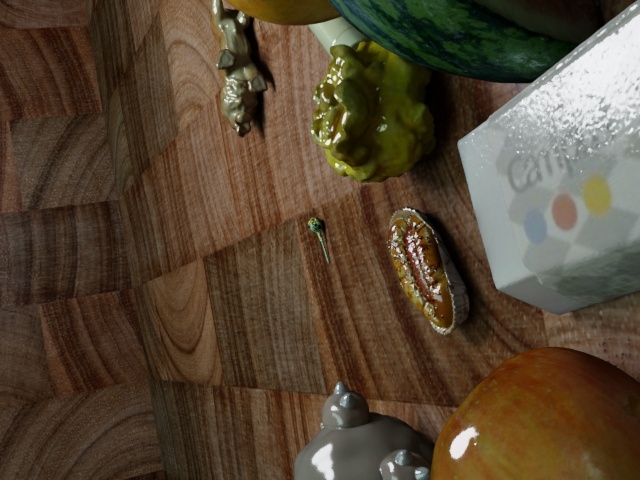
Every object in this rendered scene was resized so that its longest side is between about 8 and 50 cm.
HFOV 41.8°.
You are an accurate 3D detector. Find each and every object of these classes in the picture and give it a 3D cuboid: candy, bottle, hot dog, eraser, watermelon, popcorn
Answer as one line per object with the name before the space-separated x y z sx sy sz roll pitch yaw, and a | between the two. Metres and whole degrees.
candy | 0.000 0.000 1.435 0.025 0.023 0.083 -3 -104 -79
bottle | 0.023 -0.314 1.211 0.072 0.072 0.201 104 147 -42
hot dog | 0.137 0.038 1.097 0.099 0.053 0.192 108 147 -52
eraser | 0.270 -0.069 0.723 0.397 0.082 0.213 143 117 -64
watermelon | 0.119 -0.300 0.866 0.250 0.283 0.292 -25 49 51
popcorn | 0.061 -0.164 1.080 0.197 0.156 0.197 171 90 -79

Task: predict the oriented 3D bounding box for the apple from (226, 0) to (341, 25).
apple | -0.042 -0.420 1.042 0.275 0.299 0.299 39 134 42

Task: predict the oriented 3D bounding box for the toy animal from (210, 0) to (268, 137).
toy animal | -0.169 -0.357 1.610 0.157 0.097 0.312 151 110 -72

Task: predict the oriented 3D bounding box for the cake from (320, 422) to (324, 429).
cake | 0.046 0.356 1.419 0.121 0.052 0.065 38 126 57

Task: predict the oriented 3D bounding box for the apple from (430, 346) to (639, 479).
apple | 0.232 0.233 0.763 0.241 0.242 0.242 37 132 41

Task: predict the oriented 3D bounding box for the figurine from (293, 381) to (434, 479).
figurine | 0.062 0.407 1.211 0.248 0.203 0.380 44 138 49
